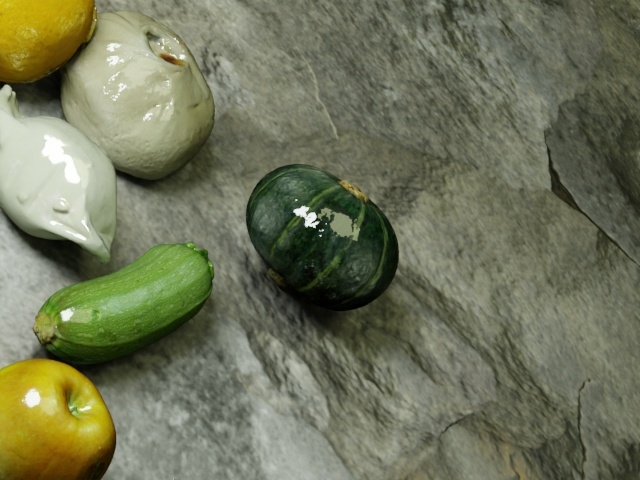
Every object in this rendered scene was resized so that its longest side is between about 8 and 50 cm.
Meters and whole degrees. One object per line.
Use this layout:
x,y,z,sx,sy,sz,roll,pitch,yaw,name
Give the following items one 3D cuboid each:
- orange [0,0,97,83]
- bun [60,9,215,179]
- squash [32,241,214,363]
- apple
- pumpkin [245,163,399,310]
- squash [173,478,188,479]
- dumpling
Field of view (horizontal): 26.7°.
-0.285,-0.217,1.248,0.155,0.134,0.154,4,24,-2,orange
-0.174,-0.153,1.319,0.173,0.113,0.166,45,35,-6,bun
-0.161,0.054,1.168,0.077,0.068,0.219,46,34,8,squash
-0.207,0.143,1.001,0.114,0.102,0.099,43,33,-7,apple
0.003,-0.002,1.341,0.167,0.125,0.167,24,3,-1,pumpkin
-0.127,0.254,1.023,0.052,0.052,0.183,36,35,-15,squash
-0.229,-0.048,1.193,0.169,0.100,0.134,32,-5,12,dumpling
